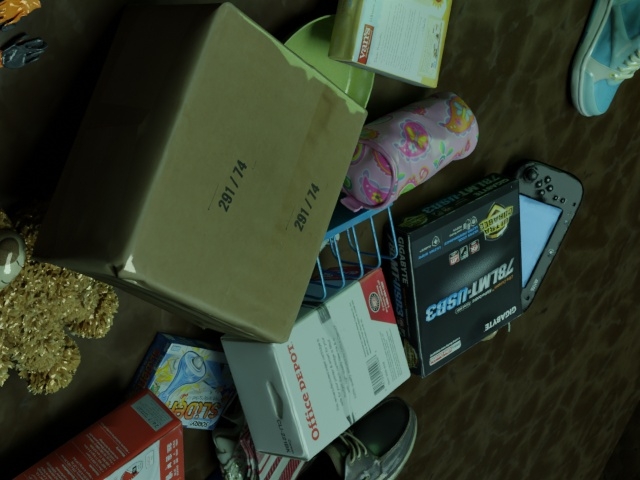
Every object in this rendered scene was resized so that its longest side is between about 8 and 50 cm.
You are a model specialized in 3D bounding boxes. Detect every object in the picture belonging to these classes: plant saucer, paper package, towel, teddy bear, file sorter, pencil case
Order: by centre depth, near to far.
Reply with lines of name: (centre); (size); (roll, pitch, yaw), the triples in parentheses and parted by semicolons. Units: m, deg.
paper package: (-0.129, -0.072, 1.263); (0.309, 0.168, 0.325); (31, 73, -48)
teddy bear: (-0.345, 0.063, 1.270); (0.245, 0.113, 0.338); (-40, 143, -27)
plant saucer: (-0.018, -0.209, 1.519); (0.241, 0.037, 0.241); (-31, 138, -32)
file sorter: (0.020, 0.006, 1.645); (0.170, 0.118, 0.105); (-28, 115, -36)
pencil case: (0.131, -0.139, 1.657); (0.284, 0.124, 0.124); (-33, 141, -47)
towel: (-0.057, 0.323, 1.813); (0.237, 0.037, 0.329); (-56, 160, -33)

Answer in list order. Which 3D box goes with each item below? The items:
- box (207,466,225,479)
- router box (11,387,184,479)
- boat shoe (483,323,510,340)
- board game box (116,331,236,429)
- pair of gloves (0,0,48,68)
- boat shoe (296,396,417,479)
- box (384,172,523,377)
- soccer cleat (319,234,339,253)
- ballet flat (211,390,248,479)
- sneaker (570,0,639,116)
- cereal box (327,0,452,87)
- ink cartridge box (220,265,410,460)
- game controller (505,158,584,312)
box: (-0.149, 0.436, 1.888); (0.225, 0.036, 0.136); (-43, 144, -19)
router box: (-0.335, 0.407, 1.545); (0.301, 0.082, 0.336); (-34, 150, -30)
boat shoe: (0.390, 0.094, 2.232); (0.104, 0.089, 0.285); (-6, 122, -49)
board game box: (-0.203, 0.217, 1.640); (0.201, 0.035, 0.136); (19, 102, -55)
pair of gloves: (-0.325, -0.221, 1.147); (0.074, 0.010, 0.083); (-30, 139, -35)
boat shoe: (0.051, 0.430, 2.051); (0.355, 0.132, 0.130); (-46, 145, -17)
box: (0.253, 0.060, 1.979); (0.295, 0.073, 0.293); (-25, 119, -34)
soccer cleat: (0.000, 0.000, 1.725); (0.083, 0.029, 0.036); (-27, 128, -41)
ballet flat: (-0.136, 0.299, 1.772); (0.077, 0.091, 0.241); (12, 106, -22)
sneaker: (0.600, -0.350, 2.023); (0.127, 0.208, 0.319); (-25, 135, -40)
cereal box: (0.106, -0.320, 1.526); (0.240, 0.047, 0.173); (5, 97, -56)
ink cartridge box: (-0.002, 0.180, 1.642); (0.273, 0.114, 0.197); (-31, 111, -45)
game controller: (0.392, -0.002, 2.124); (0.067, 0.166, 0.319); (-97, -151, -72)
